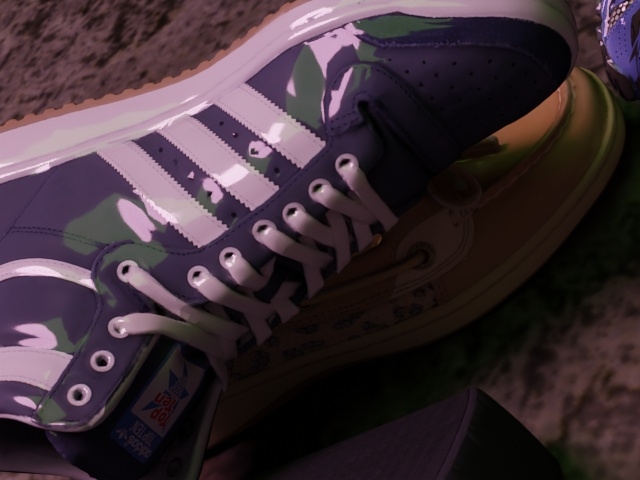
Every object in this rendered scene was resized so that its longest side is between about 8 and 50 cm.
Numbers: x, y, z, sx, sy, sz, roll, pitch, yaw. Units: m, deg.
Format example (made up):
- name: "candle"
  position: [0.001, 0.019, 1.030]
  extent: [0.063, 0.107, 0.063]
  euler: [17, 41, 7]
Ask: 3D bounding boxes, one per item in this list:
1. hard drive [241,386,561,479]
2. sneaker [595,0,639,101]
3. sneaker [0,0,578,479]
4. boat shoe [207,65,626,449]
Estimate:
- name: "hard drive"
  position: [-0.012, 0.121, 0.540]
  extent: [0.172, 0.054, 0.254]
  euler: [-24, 5, 17]
- name: "sneaker"
  position: [0.207, -0.142, 0.718]
  extent: [0.221, 0.083, 0.087]
  euler: [-45, 45, -6]
- name: "sneaker"
  position: [-0.027, 0.006, 0.631]
  extent: [0.282, 0.099, 0.153]
  euler: [-18, 55, 18]
- name: "boat shoe"
  position: [0.000, 0.000, 0.725]
  extent: [0.285, 0.089, 0.105]
  euler: [-33, 38, 5]
